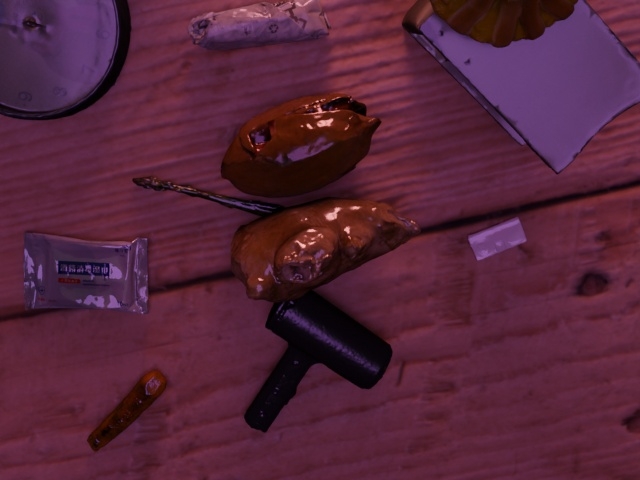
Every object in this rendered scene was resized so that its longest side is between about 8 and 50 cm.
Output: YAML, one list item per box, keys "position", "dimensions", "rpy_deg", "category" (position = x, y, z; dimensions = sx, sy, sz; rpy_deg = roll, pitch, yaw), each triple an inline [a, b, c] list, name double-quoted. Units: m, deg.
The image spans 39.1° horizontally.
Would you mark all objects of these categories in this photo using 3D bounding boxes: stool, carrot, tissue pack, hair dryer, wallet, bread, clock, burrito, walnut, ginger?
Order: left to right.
- position: [-0.413, -0.308, 1.282]
  dimensions: [0.281, 0.055, 0.280]
  rpy_deg: [0, 104, 0]
  category: "clock"
- position: [-0.361, 0.051, 1.386]
  dimensions: [0.193, 0.026, 0.122]
  rpy_deg: [2, 104, -1]
  category: "tissue pack"
- position: [-0.312, 0.273, 1.437]
  dimensions: [0.042, 0.042, 0.171]
  rpy_deg: [44, 102, -10]
  category: "carrot"
- position: [-0.087, -0.307, 1.280]
  dimensions: [0.203, 0.064, 0.064]
  rpy_deg: [-7, 104, 0]
  category: "burrito"
- position: [-0.034, 0.203, 1.407]
  dimensions: [0.197, 0.089, 0.251]
  rpy_deg: [33, 111, -10]
  category: "hair dryer"
- position: [-0.030, -0.133, 1.291]
  dimensions: [0.245, 0.137, 0.137]
  rpy_deg: [-14, 104, 7]
  category: "walnut"
- position: [0.000, 0.000, 1.277]
  dimensions: [0.270, 0.219, 0.123]
  rpy_deg: [-21, 104, 14]
  category: "ginger"
- position: [0.270, -0.003, 1.378]
  dimensions: [0.083, 0.011, 0.044]
  rpy_deg: [-22, 103, 5]
  category: "wallet"
- position: [0.216, -0.320, 1.002]
  dimensions: [0.213, 0.105, 0.213]
  rpy_deg: [-1, 105, -2]
  category: "bread"
- position: [0.261, -0.255, 1.196]
  dimensions: [0.170, 0.243, 0.270]
  rpy_deg: [-44, 100, 11]
  category: "stool"

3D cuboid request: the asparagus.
- position: [-0.170, -0.067, 1.360]
  dimensions: [0.233, 0.023, 0.022]
  rpy_deg: [13, 59, -3]
  category: "asparagus"
